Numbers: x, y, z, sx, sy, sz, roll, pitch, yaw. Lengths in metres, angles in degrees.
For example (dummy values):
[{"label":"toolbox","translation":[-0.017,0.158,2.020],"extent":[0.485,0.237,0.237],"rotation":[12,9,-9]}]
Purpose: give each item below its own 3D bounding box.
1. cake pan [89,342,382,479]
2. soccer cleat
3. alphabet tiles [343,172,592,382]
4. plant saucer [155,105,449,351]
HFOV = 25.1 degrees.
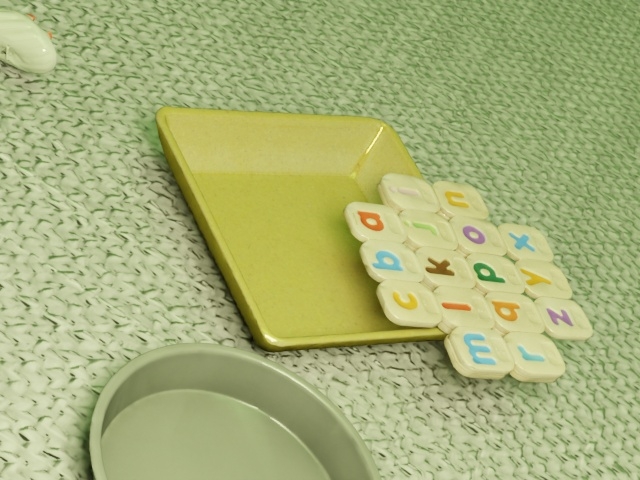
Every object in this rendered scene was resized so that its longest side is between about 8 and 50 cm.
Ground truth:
[{"label":"cake pan","translation":[-0.079,0.222,1.308],"extent":[0.293,0.054,0.293],"rotation":[20,39,-17]},{"label":"soccer cleat","translation":[-0.380,-0.237,1.592],"extent":[0.196,0.068,0.076],"rotation":[34,41,12]},{"label":"alphabet tiles","translation":[0.163,0.038,1.584],"extent":[0.278,0.021,0.284],"rotation":[6,45,-32]},{"label":"plant saucer","translation":[0.000,0.000,1.591],"extent":[0.333,0.081,0.333],"rotation":[-1,49,-36]}]
